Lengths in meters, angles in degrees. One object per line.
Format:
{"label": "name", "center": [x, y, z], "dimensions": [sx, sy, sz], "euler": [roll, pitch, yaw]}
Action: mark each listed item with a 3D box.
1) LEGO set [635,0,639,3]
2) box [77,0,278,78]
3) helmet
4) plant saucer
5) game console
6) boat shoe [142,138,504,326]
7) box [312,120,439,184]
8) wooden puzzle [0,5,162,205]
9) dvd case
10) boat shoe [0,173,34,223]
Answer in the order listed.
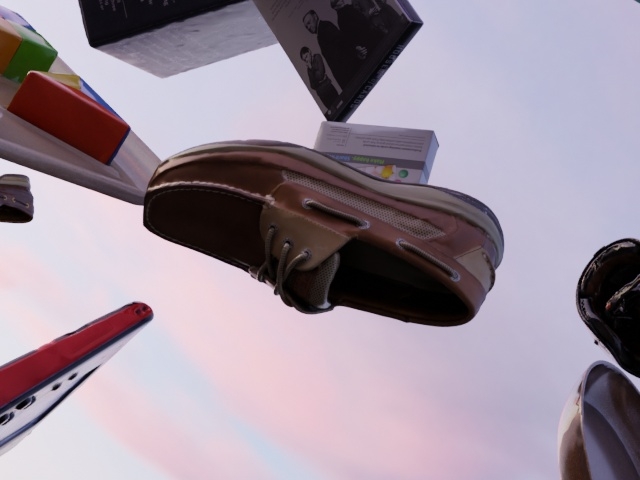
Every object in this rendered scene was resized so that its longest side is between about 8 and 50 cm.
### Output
{"label": "LEGO set", "center": [0.301, -0.397, 1.714], "dimensions": [0.255, 0.192, 0.331], "euler": [20, 21, -40]}
{"label": "box", "center": [-0.133, -0.410, 2.386], "dimensions": [0.293, 0.395, 0.212], "euler": [15, 61, -75]}
{"label": "helmet", "center": [0.408, 0.089, 1.980], "dimensions": [0.161, 0.169, 0.169], "euler": [35, -16, -29]}
{"label": "plant saucer", "center": [0.308, 0.273, 1.600], "dimensions": [0.050, 0.311, 0.311], "euler": [-23, -58, 25]}
{"label": "game console", "center": [-0.391, 0.224, 1.853], "dimensions": [0.386, 0.342, 0.060], "euler": [-40, -99, 42]}
{"label": "boat shoe", "center": [0.000, 0.000, 1.427], "dimensions": [0.324, 0.120, 0.123], "euler": [10, -46, 5]}
{"label": "box", "center": [0.046, -0.050, 1.888], "dimensions": [0.145, 0.186, 0.038], "euler": [7, -27, 21]}
{"label": "wooden puzzle", "center": [-0.332, -0.170, 1.503], "dimensions": [0.347, 0.080, 0.322], "euler": [14, 23, -46]}
{"label": "dvd case", "center": [0.014, -0.287, 1.995], "dimensions": [0.179, 0.029, 0.239], "euler": [-50, -125, 32]}
{"label": "boat shoe", "center": [-0.429, -0.047, 2.029], "dimensions": [0.064, 0.178, 0.060], "euler": [-31, -107, 35]}
